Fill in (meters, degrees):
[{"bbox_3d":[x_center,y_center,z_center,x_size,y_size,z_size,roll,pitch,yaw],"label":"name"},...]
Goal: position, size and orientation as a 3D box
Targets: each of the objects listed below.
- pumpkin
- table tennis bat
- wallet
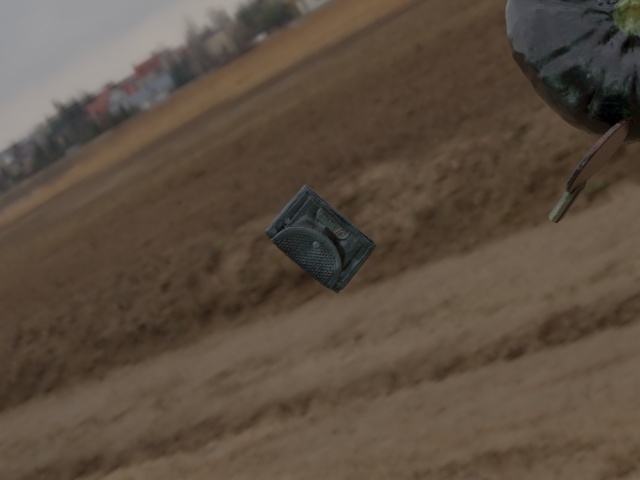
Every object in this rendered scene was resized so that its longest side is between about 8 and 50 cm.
[{"bbox_3d":[0.374,-0.260,1.694,0.315,0.315,0.238,-29,-7,13],"label":"pumpkin"},{"bbox_3d":[0.297,-0.077,1.631,0.095,0.014,0.158,-34,-20,-44],"label":"table tennis bat"},{"bbox_3d":[0.000,0.000,1.922,0.088,0.129,0.026,-50,10,4],"label":"wallet"}]
